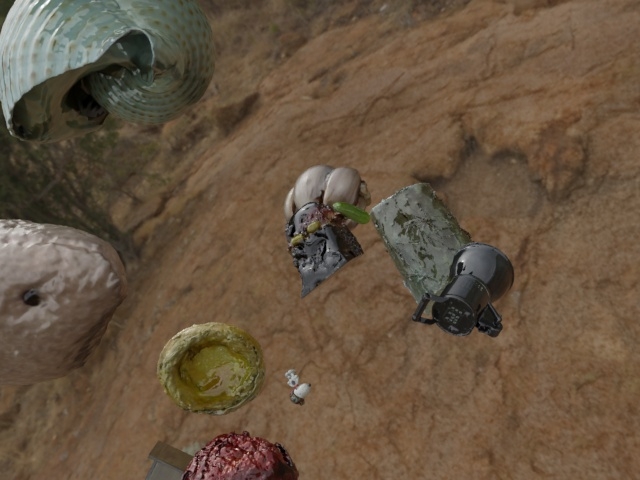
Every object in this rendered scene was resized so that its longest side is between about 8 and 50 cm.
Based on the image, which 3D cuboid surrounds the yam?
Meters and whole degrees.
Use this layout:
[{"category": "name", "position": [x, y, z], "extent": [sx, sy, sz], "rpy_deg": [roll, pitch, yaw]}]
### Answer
[{"category": "yam", "position": [0.306, 0.017, 1.742], "extent": [0.241, 0.241, 0.348], "rpy_deg": [-37, 75, 21]}]

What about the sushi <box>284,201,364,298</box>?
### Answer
[{"category": "sushi", "position": [0.000, 0.000, 1.267], "extent": [0.153, 0.150, 0.172], "rpy_deg": [-41, -7, 33]}]

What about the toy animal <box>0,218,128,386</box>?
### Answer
[{"category": "toy animal", "position": [-0.398, 0.084, 0.807], "extent": [0.358, 0.226, 0.188], "rpy_deg": [-50, 33, 41]}]

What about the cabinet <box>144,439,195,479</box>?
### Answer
[{"category": "cabinet", "position": [-0.363, 0.643, 1.528], "extent": [0.175, 0.215, 0.148], "rpy_deg": [-64, 1, -6]}]

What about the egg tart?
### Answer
[{"category": "egg tart", "position": [-0.276, 0.324, 1.574], "extent": [0.288, 0.288, 0.118], "rpy_deg": [-46, 24, 6]}]

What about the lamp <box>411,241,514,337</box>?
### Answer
[{"category": "lamp", "position": [0.322, 0.126, 1.312], "extent": [0.227, 0.172, 0.147], "rpy_deg": [-45, -19, -47]}]

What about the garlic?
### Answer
[{"category": "garlic", "position": [0.004, -0.106, 1.462], "extent": [0.214, 0.160, 0.191], "rpy_deg": [12, 33, 24]}]

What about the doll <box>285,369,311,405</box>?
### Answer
[{"category": "doll", "position": [-0.058, 0.339, 1.400], "extent": [0.085, 0.040, 0.058], "rpy_deg": [30, 83, 41]}]

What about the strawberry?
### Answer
[{"category": "strawberry", "position": [-0.170, 0.550, 1.391], "extent": [0.274, 0.274, 0.220], "rpy_deg": [-89, 24, -48]}]

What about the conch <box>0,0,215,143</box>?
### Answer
[{"category": "conch", "position": [-0.291, -0.260, 0.812], "extent": [0.303, 0.215, 0.319], "rpy_deg": [-25, 0, -14]}]

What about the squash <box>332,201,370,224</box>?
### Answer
[{"category": "squash", "position": [0.054, -0.050, 1.063], "extent": [0.027, 0.089, 0.027], "rpy_deg": [-21, 58, 38]}]
